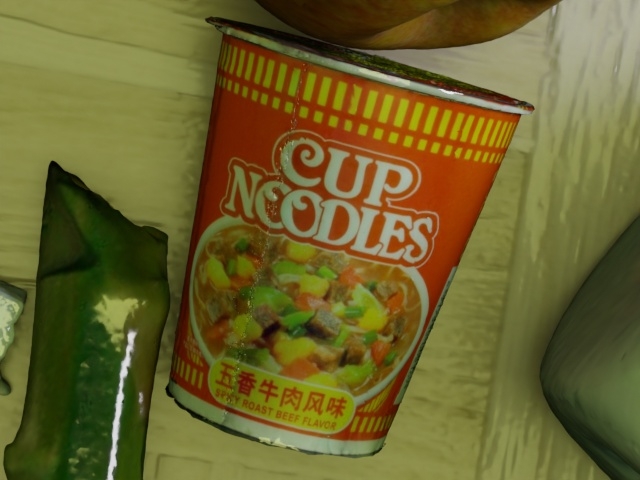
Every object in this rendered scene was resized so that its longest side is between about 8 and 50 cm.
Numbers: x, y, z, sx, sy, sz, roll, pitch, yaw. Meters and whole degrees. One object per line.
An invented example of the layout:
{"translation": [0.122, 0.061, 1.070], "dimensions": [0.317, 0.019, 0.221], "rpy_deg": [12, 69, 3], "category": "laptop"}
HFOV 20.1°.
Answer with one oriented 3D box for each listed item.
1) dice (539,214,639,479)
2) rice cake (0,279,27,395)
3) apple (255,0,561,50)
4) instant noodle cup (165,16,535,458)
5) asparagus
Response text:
{"translation": [0.302, 0.074, 0.992], "dimensions": [0.262, 0.264, 0.268], "rpy_deg": [44, 85, -6], "category": "dice"}
{"translation": [-0.256, 0.016, 1.023], "dimensions": [0.206, 0.069, 0.063], "rpy_deg": [29, 87, -5], "category": "rice cake"}
{"translation": [0.048, -0.218, 0.961], "dimensions": [0.264, 0.264, 0.264], "rpy_deg": [0, 91, -7], "category": "apple"}
{"translation": [0.000, 0.000, 1.008], "dimensions": [0.193, 0.193, 0.212], "rpy_deg": [14, 99, -7], "category": "instant noodle cup"}
{"translation": [-0.131, 0.119, 0.994], "dimensions": [0.085, 0.082, 0.343], "rpy_deg": [4, 72, -7], "category": "asparagus"}
